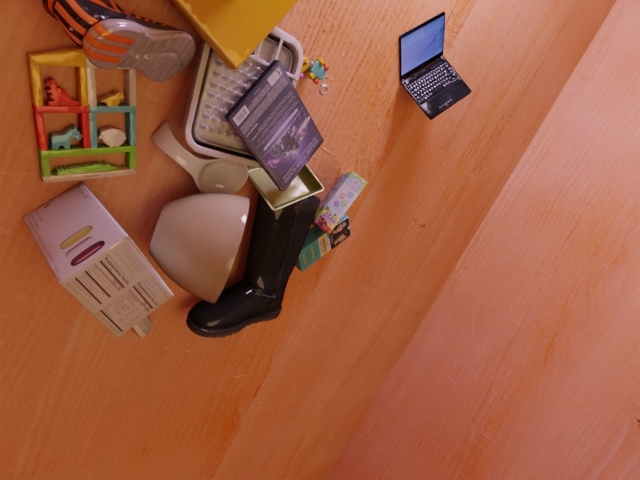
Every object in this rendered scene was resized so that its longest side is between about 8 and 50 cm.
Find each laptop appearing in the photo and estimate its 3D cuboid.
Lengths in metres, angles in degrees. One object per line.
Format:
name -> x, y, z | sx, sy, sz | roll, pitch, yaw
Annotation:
laptop -> 0.398, -0.593, 1.533 | 0.234, 0.264, 0.136 | -36, 176, -22

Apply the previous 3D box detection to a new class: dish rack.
dish rack -> -0.192, -0.359, 1.087 | 0.285, 0.072, 0.333 | 5, 104, -51

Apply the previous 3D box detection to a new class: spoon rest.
spoon rest -> -0.290, -0.185, 1.129 | 0.137, 0.084, 0.276 | -42, 143, 12

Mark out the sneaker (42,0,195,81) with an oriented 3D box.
sneaker -> -0.368, -0.412, 0.845 | 0.124, 0.180, 0.321 | -43, -179, 16

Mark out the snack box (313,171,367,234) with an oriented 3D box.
snack box -> 0.052, -0.126, 1.497 | 0.070, 0.174, 0.207 | 38, 88, -10

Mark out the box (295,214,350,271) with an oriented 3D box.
box -> 0.000, 0.000, 1.626 | 0.244, 0.060, 0.101 | -36, 140, -23

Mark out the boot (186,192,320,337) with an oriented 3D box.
boot -> -0.202, 0.054, 1.370 | 0.366, 0.146, 0.446 | -11, 129, -53

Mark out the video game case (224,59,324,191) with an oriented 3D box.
video game case -> -0.106, -0.283, 1.153 | 0.196, 0.026, 0.274 | -54, 141, -15

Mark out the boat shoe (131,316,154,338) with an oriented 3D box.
boat shoe -> -0.503, 0.198, 1.227 | 0.063, 0.066, 0.184 | -48, 143, -32

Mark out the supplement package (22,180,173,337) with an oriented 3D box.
supplement package -> -0.472, 0.035, 0.961 | 0.145, 0.261, 0.204 | -39, 141, -20

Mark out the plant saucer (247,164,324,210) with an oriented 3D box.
plant saucer -> -0.115, -0.174, 1.286 | 0.188, 0.188, 0.045 | -26, 162, -33

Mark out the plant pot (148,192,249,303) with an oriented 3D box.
plant pot -> -0.317, -0.005, 1.137 | 0.190, 0.284, 0.284 | 20, 105, -17

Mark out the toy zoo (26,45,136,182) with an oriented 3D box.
toy zoo -> -0.474, -0.266, 0.915 | 0.192, 0.030, 0.294 | -15, 128, -40

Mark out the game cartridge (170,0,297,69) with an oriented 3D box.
game cartridge -> -0.195, -0.566, 0.899 | 0.285, 0.052, 0.323 | -51, 124, -8

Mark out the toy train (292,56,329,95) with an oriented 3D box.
toy train -> -0.052, -0.443, 1.235 | 0.166, 0.046, 0.125 | -19, 132, -34
